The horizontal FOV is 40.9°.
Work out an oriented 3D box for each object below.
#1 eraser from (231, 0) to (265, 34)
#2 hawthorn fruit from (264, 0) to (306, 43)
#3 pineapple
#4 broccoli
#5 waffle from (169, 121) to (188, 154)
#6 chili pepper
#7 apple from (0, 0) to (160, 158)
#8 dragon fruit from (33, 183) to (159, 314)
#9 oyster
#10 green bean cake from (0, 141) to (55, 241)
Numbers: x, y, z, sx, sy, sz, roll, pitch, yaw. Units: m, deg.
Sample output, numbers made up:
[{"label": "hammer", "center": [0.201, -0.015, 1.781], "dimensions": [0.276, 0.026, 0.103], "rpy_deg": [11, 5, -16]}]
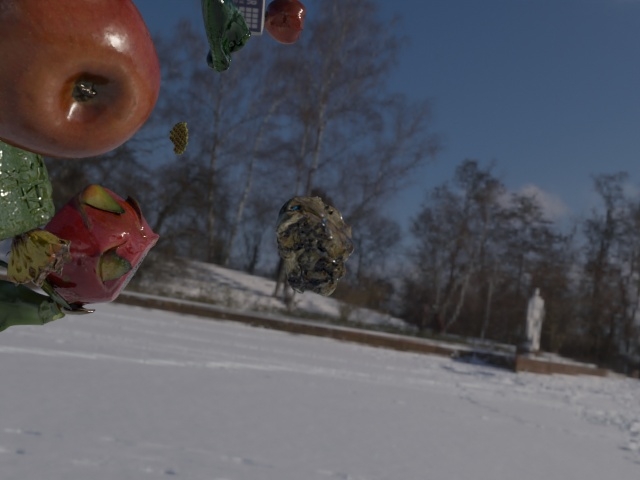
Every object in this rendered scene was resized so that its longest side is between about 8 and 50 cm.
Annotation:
[{"label": "eraser", "center": [-0.175, -0.577, 1.852], "dimensions": [0.124, 0.081, 0.279], "rpy_deg": [5, -37, -4]}, {"label": "hawthorn fruit", "center": [-0.100, -0.610, 2.368], "dimensions": [0.125, 0.125, 0.140], "rpy_deg": [1, -14, 41]}, {"label": "pineapple", "center": [-0.495, 0.018, 1.508], "dimensions": [0.137, 0.116, 0.069], "rpy_deg": [-29, -4, 25]}, {"label": "broccoli", "center": [-0.730, 0.142, 1.799], "dimensions": [0.302, 0.254, 0.186], "rpy_deg": [33, -20, -1]}, {"label": "waffle", "center": [-0.348, -0.251, 2.117], "dimensions": [0.016, 0.085, 0.078], "rpy_deg": [3, -26, -38]}, {"label": "chili pepper", "center": [-0.180, -0.400, 1.577], "dimensions": [0.062, 0.108, 0.216], "rpy_deg": [22, -27, 12]}, {"label": "apple", "center": [-0.339, -0.226, 1.119], "dimensions": [0.272, 0.251, 0.206], "rpy_deg": [30, 21, -51]}, {"label": "dragon fruit", "center": [-0.479, 0.033, 1.862], "dimensions": [0.189, 0.290, 0.290], "rpy_deg": [37, -7, 4]}, {"label": "oyster", "center": [0.000, 0.000, 1.684], "dimensions": [0.083, 0.214, 0.223], "rpy_deg": [-2, 32, 35]}, {"label": "green bean cake", "center": [-0.554, -0.098, 1.401], "dimensions": [0.113, 0.200, 0.214], "rpy_deg": [-3, 15, 33]}]
